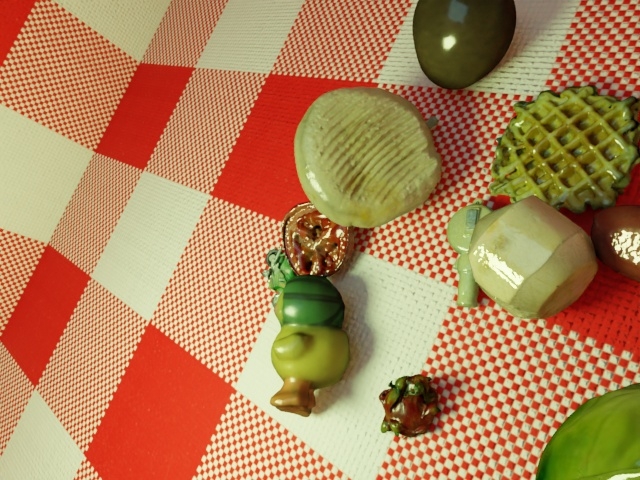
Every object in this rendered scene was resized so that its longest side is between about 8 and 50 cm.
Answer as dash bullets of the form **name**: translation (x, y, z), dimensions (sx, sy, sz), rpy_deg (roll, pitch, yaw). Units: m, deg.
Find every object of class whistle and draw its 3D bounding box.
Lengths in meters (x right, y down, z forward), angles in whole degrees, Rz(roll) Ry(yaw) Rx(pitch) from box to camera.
- **whistle**: translation (0.342, 0.023, 1.105), dimensions (0.126, 0.067, 0.258), rpy_deg (0, 73, 37)

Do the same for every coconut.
- **coconut**: translation (0.399, 0.031, 0.959), dimensions (0.241, 0.241, 0.241), rpy_deg (-15, 63, 31)

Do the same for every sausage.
- **sausage**: translation (0.607, 0.018, 0.865), dimensions (0.254, 0.148, 0.148), rpy_deg (22, 85, 43)

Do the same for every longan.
- **longan**: translation (0.349, -0.533, 1.231), dimensions (0.300, 0.243, 0.301), rpy_deg (-162, 90, -76)

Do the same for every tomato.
- **tomato**: translation (0.000, -0.001, 1.346), dimensions (0.227, 0.101, 0.228), rpy_deg (-4, 83, 32)

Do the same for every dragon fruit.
- **dragon fruit**: translation (0.189, 0.345, 1.062), dimensions (0.138, 0.175, 0.142), rpy_deg (21, 53, 30)

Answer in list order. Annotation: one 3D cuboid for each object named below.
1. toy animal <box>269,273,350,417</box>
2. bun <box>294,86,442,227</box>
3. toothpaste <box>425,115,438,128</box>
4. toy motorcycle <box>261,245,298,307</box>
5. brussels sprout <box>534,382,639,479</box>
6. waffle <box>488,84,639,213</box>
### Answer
- **toy animal**: translation (-0.022, 0.250, 1.200), dimensions (0.191, 0.216, 0.339), rpy_deg (2, 66, 8)
- **bun**: translation (0.107, -0.203, 1.226), dimensions (0.364, 0.219, 0.366), rpy_deg (1, 80, -6)
- **toothpaste**: translation (0.209, -0.259, 1.340), dimensions (0.255, 0.037, 0.067), rpy_deg (-33, 60, 25)
- **toy motorcycle**: translation (-0.104, 0.101, 1.396), dimensions (0.106, 0.074, 0.190), rpy_deg (-22, 60, 19)
- **brussels sprout**: translation (0.480, 0.394, 0.662), dimensions (0.360, 0.342, 0.426), rpy_deg (3, 73, 36)
- **waffle**: translation (0.526, -0.194, 1.059), dimensions (0.297, 0.073, 0.317), rpy_deg (10, 75, 39)
